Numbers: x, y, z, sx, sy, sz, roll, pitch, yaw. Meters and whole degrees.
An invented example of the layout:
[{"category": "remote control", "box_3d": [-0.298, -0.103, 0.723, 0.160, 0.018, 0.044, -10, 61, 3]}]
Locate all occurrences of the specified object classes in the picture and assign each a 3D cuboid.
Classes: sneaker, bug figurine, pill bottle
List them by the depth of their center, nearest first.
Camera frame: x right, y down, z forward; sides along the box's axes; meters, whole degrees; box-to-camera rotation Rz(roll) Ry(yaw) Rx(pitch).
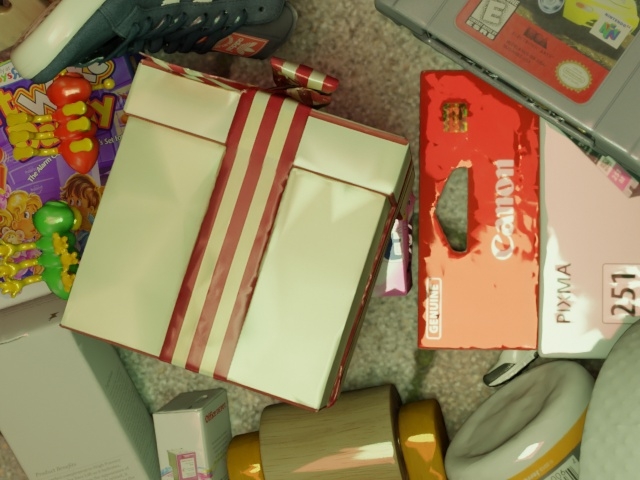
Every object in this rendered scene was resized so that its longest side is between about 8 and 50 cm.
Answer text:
[{"category": "sneaker", "box_3d": [-0.109, -0.202, 1.183, 0.131, 0.350, 0.148, -21, 108, 50]}, {"category": "pill bottle", "box_3d": [0.254, 0.258, 1.241, 0.162, 0.162, 0.278, -38, 100, 12]}, {"category": "bug figurine", "box_3d": [-0.293, -0.051, 1.243, 0.279, 0.072, 0.216, -3, 95, 30]}, {"category": "sneaker", "box_3d": [0.193, 0.096, 1.303, 0.109, 0.040, 0.044, -44, 80, 5]}]

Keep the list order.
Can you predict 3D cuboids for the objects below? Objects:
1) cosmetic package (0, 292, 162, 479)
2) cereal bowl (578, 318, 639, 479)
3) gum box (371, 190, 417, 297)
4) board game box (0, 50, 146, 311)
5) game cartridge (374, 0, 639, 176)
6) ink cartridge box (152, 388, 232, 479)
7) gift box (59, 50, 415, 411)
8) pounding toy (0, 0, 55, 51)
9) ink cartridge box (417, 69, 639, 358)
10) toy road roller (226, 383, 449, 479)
[{"category": "cosmetic package", "box_3d": [-0.239, 0.168, 1.320, 0.117, 0.085, 0.231, -17, 114, 11]}, {"category": "cereal bowl", "box_3d": [0.366, 0.213, 1.127, 0.141, 0.339, 0.339, -11, 96, 44]}, {"category": "gum box", "box_3d": [0.000, 0.000, 1.307, 0.188, 0.062, 0.107, -3, 97, 9]}, {"category": "board game box", "box_3d": [-0.308, -0.046, 1.345, 0.347, 0.078, 0.233, -20, 93, 11]}, {"category": "game cartridge", "box_3d": [0.220, -0.211, 1.210, 0.294, 0.060, 0.196, 34, 82, 14]}, {"category": "ink cartridge box", "box_3d": [-0.120, 0.214, 1.341, 0.052, 0.088, 0.122, -4, 96, 13]}, {"category": "gift box", "box_3d": [-0.073, -0.021, 1.146, 0.276, 0.255, 0.258, 19, 88, 1]}, {"category": "pounding toy", "box_3d": [-0.292, -0.283, 1.270, 0.094, 0.181, 0.206, -22, 53, 20]}, {"category": "ink cartridge box", "box_3d": [0.207, -0.030, 1.253, 0.239, 0.060, 0.275, 0, 89, 9]}, {"category": "toy road roller", "box_3d": [0.031, 0.315, 1.250, 0.203, 0.240, 0.329, -12, 95, 10]}]
